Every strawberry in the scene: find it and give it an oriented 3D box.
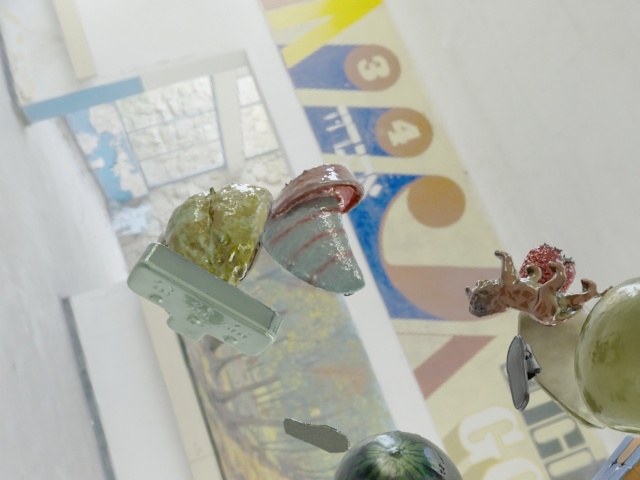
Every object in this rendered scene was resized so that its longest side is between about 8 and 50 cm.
[{"bbox_3d":[0.554,0.087,1.763,0.131,0.148,0.131,30,2,-1],"label":"strawberry"}]

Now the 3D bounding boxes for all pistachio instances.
[{"bbox_3d":[0.567,0.267,1.610,0.331,0.226,0.208,60,-29,5],"label":"pistachio"}]

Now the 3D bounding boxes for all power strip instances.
[{"bbox_3d":[-0.210,0.119,1.243,0.265,0.059,0.193,31,-33,-9],"label":"power strip"}]

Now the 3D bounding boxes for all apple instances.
[{"bbox_3d":[0.535,0.185,1.145,0.295,0.234,0.257,81,19,-80],"label":"apple"}]

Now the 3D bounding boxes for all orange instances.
[{"bbox_3d":[-0.246,0.031,1.539,0.368,0.211,0.270,-55,-161,27],"label":"orange"}]

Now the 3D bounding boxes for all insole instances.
[{"bbox_3d":[-0.010,0.429,1.579,0.192,0.010,0.063,5,-74,41],"label":"insole"}]

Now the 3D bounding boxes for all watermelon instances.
[{"bbox_3d":[0.190,0.631,1.715,0.363,0.364,0.363,161,-90,-80],"label":"watermelon"}]

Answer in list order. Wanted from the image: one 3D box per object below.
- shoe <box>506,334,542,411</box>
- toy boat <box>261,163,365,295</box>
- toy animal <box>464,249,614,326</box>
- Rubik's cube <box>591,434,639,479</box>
[{"bbox_3d":[0.386,0.253,1.345,0.159,0.053,0.062,-79,-174,-46],"label":"shoe"},{"bbox_3d":[0.000,0.000,1.205,0.096,0.206,0.282,53,13,-45],"label":"toy boat"},{"bbox_3d":[0.437,0.118,1.519,0.097,0.157,0.312,32,-10,-37],"label":"toy animal"},{"bbox_3d":[0.842,0.697,1.813,0.291,0.291,0.290,41,-3,17],"label":"Rubik's cube"}]
